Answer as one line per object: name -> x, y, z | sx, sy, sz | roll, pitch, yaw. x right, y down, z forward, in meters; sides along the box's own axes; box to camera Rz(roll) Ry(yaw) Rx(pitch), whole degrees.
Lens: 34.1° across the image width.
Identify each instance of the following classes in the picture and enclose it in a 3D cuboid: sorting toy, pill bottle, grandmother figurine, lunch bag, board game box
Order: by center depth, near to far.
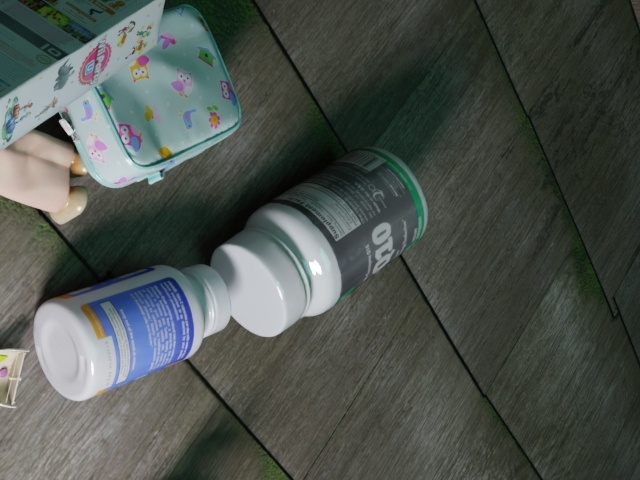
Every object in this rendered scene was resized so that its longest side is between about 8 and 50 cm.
board game box -> -0.370, -0.259, 1.260 | 0.303, 0.224, 0.097 | -46, 165, -39
grandmother figurine -> -0.456, -0.118, 1.333 | 0.342, 0.104, 0.207 | 25, 53, -44
sorting toy -> -0.452, 0.183, 1.440 | 0.075, 0.045, 0.083 | 14, 88, -40
lunch bag -> -0.246, -0.201, 1.472 | 0.279, 0.108, 0.224 | -33, 105, -49
pill bottle -> -0.268, 0.123, 1.539 | 0.272, 0.152, 0.152 | -18, 112, -43
pill bottle -> 0.000, 0.000, 1.761 | 0.361, 0.204, 0.204 | -35, 122, -36
